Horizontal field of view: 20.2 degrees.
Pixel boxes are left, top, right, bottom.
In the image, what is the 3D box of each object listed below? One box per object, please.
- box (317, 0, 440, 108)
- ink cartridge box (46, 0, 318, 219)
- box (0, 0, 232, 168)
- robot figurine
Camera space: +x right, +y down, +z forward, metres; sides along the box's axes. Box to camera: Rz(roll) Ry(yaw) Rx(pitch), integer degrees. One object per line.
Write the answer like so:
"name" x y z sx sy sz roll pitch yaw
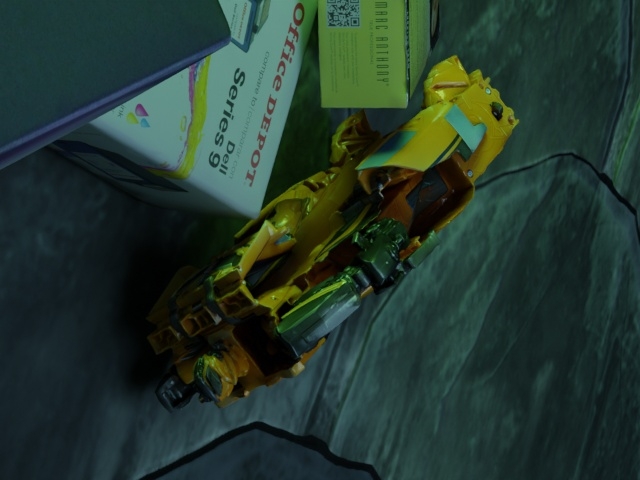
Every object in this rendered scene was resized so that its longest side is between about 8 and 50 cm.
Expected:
"box" 0.043 -0.154 1.189 0.232 0.058 0.087 -64 153 -69
"ink cartridge box" -0.103 -0.118 1.037 0.212 0.093 0.154 34 70 -57
"box" -0.242 -0.060 0.604 0.296 0.294 0.183 -35 103 -53
"robot figurine" 0.000 0.000 1.155 0.085 0.211 0.291 52 48 -8
